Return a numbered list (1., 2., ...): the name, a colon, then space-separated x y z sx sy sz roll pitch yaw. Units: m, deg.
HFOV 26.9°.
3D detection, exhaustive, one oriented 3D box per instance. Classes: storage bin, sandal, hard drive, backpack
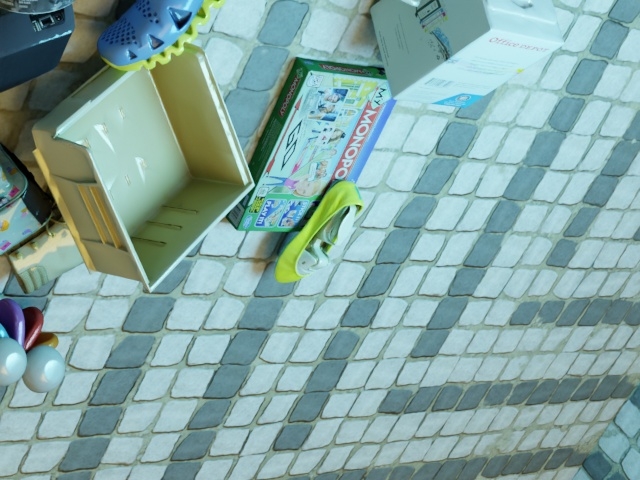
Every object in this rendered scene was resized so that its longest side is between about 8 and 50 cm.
1. storage bin: -0.250 -0.116 1.908 0.262 0.123 0.260 -48 134 -36
2. sandal: -0.191 -0.366 1.846 0.317 0.126 0.138 -44 134 -6
3. hard drive: -0.444 -0.231 1.738 0.254 0.054 0.172 -25 175 -26
4. backpack: -0.492 -0.046 1.860 0.188 0.166 0.144 -43 141 -1

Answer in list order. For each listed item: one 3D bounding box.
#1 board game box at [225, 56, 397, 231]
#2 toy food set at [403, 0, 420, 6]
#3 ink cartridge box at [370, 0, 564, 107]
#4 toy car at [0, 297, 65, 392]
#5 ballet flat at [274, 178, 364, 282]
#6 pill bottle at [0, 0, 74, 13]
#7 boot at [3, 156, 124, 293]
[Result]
1. board game box: -0.009 -0.153 2.252 0.213 0.046 0.317 1 126 -39
2. toy food set: 0.116 -0.510 1.896 0.219 0.092 0.306 21 116 -19
3. ink cartridge box: 0.227 -0.337 2.094 0.171 0.168 0.232 3 157 -40
4. toy car: -0.491 0.161 2.103 0.182 0.159 0.136 19 80 -47
5. ballet flat: 0.000 0.000 2.310 0.077 0.077 0.231 13 119 -47
6. pill bottle: -0.358 -0.413 1.639 0.130 0.130 0.246 -18 137 -26
7. boot: -0.393 -0.044 2.008 0.203 0.095 0.262 -24 142 -17
